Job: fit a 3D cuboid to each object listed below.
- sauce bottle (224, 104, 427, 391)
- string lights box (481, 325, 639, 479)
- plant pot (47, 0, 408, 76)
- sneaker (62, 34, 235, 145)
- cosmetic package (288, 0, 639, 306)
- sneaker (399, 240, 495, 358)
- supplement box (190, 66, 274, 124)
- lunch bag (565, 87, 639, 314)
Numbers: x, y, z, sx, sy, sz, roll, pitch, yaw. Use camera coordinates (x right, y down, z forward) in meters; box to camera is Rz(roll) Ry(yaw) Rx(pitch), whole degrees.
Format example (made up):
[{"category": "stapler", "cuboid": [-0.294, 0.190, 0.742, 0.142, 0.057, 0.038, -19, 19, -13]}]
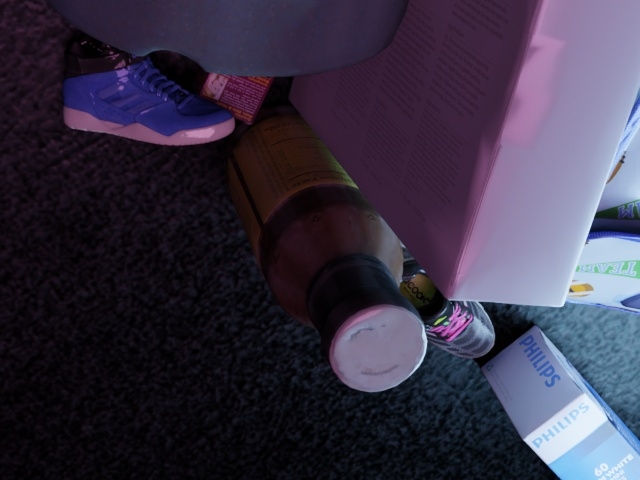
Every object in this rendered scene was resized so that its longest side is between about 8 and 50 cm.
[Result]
[{"category": "sauce bottle", "cuboid": [0.000, 0.000, 1.001, 0.111, 0.344, 0.111, -6, 119, -11]}, {"category": "string lights box", "cuboid": [0.281, 0.216, 1.289, 0.077, 0.133, 0.259, -40, 117, 8]}, {"category": "plant pot", "cuboid": [-0.042, -0.302, 0.791, 0.341, 0.341, 0.334, 2, 123, -14]}, {"category": "sneaker", "cuboid": [-0.142, -0.129, 1.045, 0.152, 0.058, 0.084, 10, 114, 20]}, {"category": "cosmetic package", "cuboid": [0.098, -0.165, 0.923, 0.097, 0.377, 0.284, 4, 115, -21]}, {"category": "sneaker", "cuboid": [0.109, 0.066, 1.209, 0.063, 0.075, 0.170, -43, 117, 9]}, {"category": "supplement box", "cuboid": [-0.068, -0.149, 1.082, 0.055, 0.043, 0.083, 21, 109, -21]}, {"category": "lunch bag", "cuboid": [0.344, -0.079, 1.114, 0.328, 0.239, 0.385, 11, 128, -18]}]
